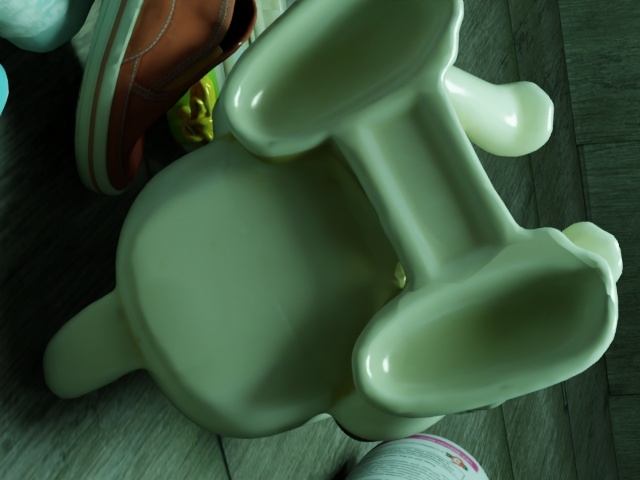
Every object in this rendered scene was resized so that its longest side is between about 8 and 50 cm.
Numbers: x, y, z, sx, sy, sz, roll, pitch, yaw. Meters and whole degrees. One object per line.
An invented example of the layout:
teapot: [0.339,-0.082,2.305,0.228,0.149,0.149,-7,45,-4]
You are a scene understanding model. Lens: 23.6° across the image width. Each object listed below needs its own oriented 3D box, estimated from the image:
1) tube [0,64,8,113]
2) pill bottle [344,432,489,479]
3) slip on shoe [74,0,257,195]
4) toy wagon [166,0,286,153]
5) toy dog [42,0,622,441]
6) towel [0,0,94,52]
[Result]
tube: [-0.250,-0.109,0.814,0.207,0.052,0.080,28,50,-60]
pill bottle: [0.068,0.305,1.493,0.283,0.160,0.160,-33,118,-69]
slip on shoe: [-0.096,-0.139,0.997,0.331,0.101,0.123,118,-18,-47]
toy wagon: [-0.081,-0.171,1.228,0.344,0.068,0.267,-72,157,-57]
toy dog: [0.029,0.039,1.113,0.285,0.395,0.408,54,4,11]
towel: [-0.218,-0.338,0.886,0.320,0.090,0.375,37,52,-62]
